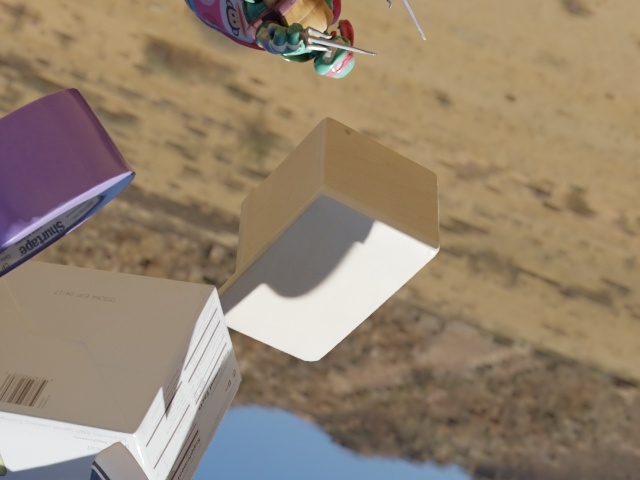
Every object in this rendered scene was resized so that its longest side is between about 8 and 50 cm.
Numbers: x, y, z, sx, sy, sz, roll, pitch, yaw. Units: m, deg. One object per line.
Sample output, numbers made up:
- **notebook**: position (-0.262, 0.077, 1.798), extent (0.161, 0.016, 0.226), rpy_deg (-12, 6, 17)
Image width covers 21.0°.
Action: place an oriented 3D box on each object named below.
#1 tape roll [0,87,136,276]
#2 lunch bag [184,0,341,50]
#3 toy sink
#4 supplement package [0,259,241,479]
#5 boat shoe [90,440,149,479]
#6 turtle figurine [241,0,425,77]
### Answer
- **tape roll**: position (-0.239, -0.030, 1.306), extent (0.080, 0.189, 0.189), rpy_deg (56, -179, 1)
- **lunch bag**: position (-0.084, -0.352, 1.827), extent (0.120, 0.293, 0.258), rpy_deg (-26, -150, -22)
- **toy sink**: position (0.000, 0.000, 1.892), extent (0.153, 0.234, 0.131), rpy_deg (26, -139, -23)
- **supplement package**: position (-0.245, 0.148, 1.738), extent (0.262, 0.204, 0.145), rpy_deg (7, 135, 21)
- **boat shoe**: position (-0.162, 0.302, 1.431), extent (0.102, 0.301, 0.108), rpy_deg (-24, -140, -21)
- **turtle figurine**: position (-0.023, -0.217, 1.537), extent (0.234, 0.175, 0.118), rpy_deg (44, 137, -15)
